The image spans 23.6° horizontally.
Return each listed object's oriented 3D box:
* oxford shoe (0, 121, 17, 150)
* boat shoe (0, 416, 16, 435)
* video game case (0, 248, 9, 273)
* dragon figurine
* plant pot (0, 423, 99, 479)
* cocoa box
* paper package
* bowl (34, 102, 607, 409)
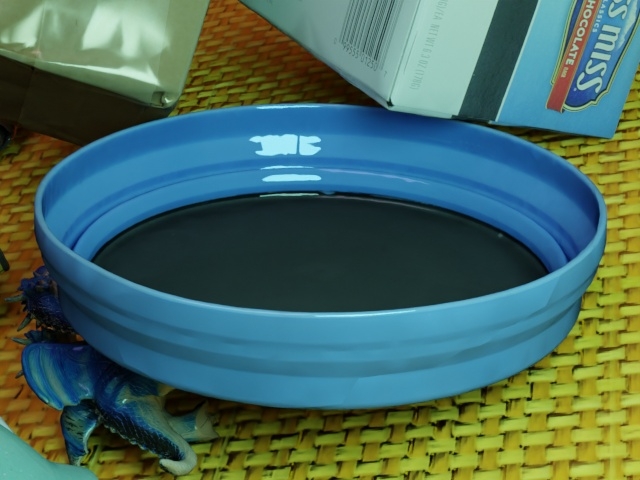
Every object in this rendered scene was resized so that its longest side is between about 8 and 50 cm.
[{"bbox_3d":[-0.318,-0.132,1.507,0.098,0.097,0.271,40,56,22],"label":"oxford shoe"},{"bbox_3d":[-0.205,0.173,0.991,0.076,0.080,0.228,-42,41,-12],"label":"boat shoe"},{"bbox_3d":[-0.423,0.041,1.269,0.248,0.035,0.275,-38,37,-22],"label":"video game case"},{"bbox_3d":[-0.151,0.105,1.055,0.144,0.085,0.289,-16,32,0],"label":"dragon figurine"},{"bbox_3d":[-0.215,0.205,0.793,0.196,0.293,0.293,4,27,-21],"label":"plant pot"},{"bbox_3d":[0.102,-0.257,1.290,0.228,0.231,0.347,6,21,-31],"label":"cocoa box"},{"bbox_3d":[-0.173,-0.255,1.300,0.168,0.325,0.309,18,-10,-11],"label":"paper package"},{"bbox_3d":[0.000,0.000,1.064,0.391,0.077,0.391,1,23,0],"label":"bowl"}]
